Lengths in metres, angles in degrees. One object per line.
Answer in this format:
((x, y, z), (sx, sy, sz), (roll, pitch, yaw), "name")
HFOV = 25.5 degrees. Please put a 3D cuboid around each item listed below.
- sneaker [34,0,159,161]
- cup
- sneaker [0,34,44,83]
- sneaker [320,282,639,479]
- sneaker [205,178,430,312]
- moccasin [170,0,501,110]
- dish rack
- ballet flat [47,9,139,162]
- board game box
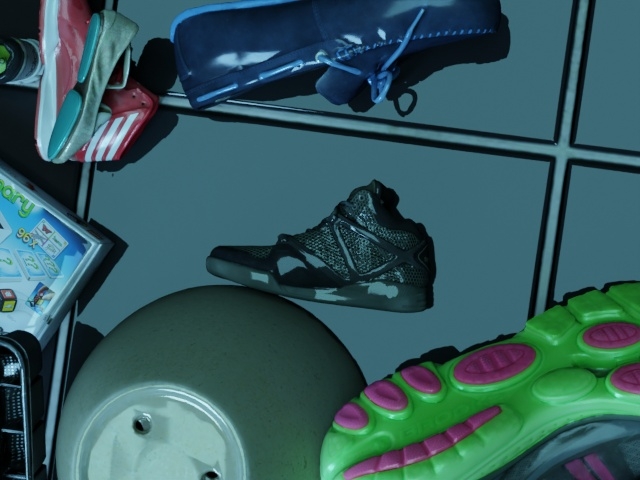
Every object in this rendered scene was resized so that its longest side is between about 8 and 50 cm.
((-0.228, -0.190, 1.490), (0.128, 0.087, 0.221), (5, 102, 2), "sneaker")
((-0.123, 0.211, 1.378), (0.331, 0.237, 0.331), (0, 90, 10), "cup")
((-0.381, -0.191, 1.508), (0.170, 0.075, 0.063), (-3, 89, 10), "sneaker")
((0.237, 0.184, 1.366), (0.482, 0.202, 0.185), (-14, 44, -2), "sneaker")
((0.000, 0.000, 1.437), (0.227, 0.087, 0.130), (5, 88, 7), "sneaker")
((0.019, -0.191, 1.427), (0.342, 0.137, 0.117), (-4, 93, 24), "moccasin")
((-0.410, 0.177, 1.475), (0.271, 0.074, 0.208), (6, 107, 17), "dish rack")
((-0.226, -0.149, 1.429), (0.052, 0.057, 0.168), (15, 106, -28), "ballet flat")
((-0.398, -0.006, 1.520), (0.305, 0.053, 0.193), (36, 96, 8), "board game box")
